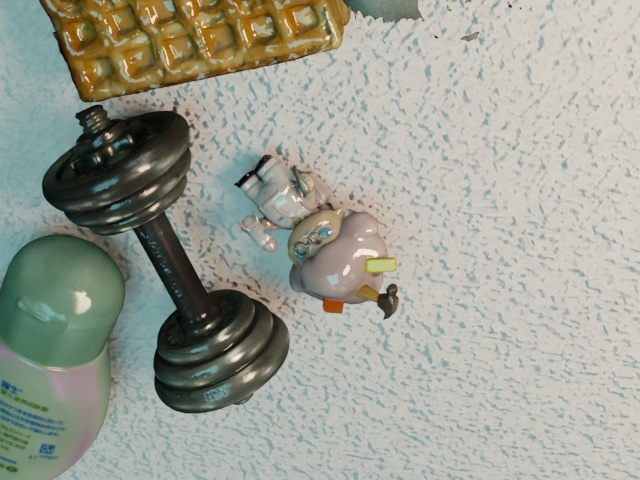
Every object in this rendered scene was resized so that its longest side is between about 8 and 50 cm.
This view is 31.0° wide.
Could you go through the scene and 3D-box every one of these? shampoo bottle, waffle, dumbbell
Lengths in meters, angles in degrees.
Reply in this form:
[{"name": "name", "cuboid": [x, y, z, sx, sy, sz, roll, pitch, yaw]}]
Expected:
[{"name": "shampoo bottle", "cuboid": [-0.355, 0.143, 1.446, 0.222, 0.151, 0.349, 29, 123, 1]}, {"name": "waffle", "cuboid": [-0.144, -0.274, 1.184, 0.308, 0.091, 0.212, -11, 117, 17]}, {"name": "dumbbell", "cuboid": [-0.171, 0.026, 1.318, 0.179, 0.179, 0.406, -15, 117, 20]}]

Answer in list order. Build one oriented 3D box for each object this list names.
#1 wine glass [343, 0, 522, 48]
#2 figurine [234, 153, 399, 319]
[{"name": "wine glass", "cuboid": [0.093, -0.366, 1.022, 0.191, 0.190, 0.357, 0, 117, 12]}, {"name": "figurine", "cuboid": [0.000, 0.000, 1.310, 0.229, 0.112, 0.137, 46, 112, -1]}]
